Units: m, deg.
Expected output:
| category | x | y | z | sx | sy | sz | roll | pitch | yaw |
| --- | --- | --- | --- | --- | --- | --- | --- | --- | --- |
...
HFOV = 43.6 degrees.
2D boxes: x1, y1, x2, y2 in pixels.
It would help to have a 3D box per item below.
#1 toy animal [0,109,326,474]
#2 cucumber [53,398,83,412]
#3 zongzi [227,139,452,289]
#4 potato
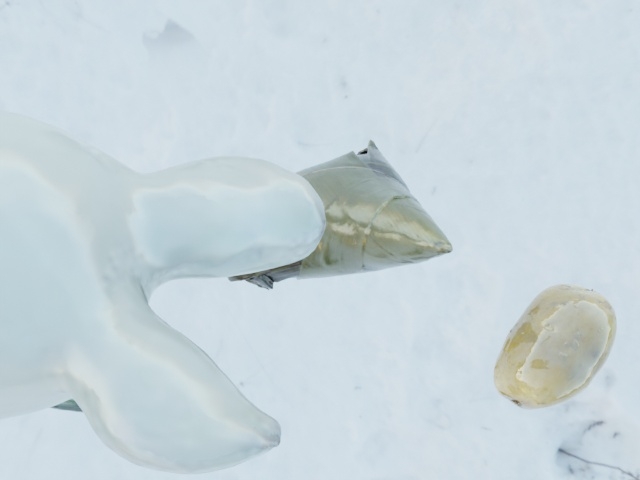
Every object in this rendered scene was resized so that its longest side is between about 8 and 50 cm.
| category | x | y | z | sx | sy | sz | roll | pitch | yaw |
| --- | --- | --- | --- | --- | --- | --- | --- | --- | --- |
| toy animal | -0.185 | -0.011 | 0.392 | 0.367 | 0.241 | 0.196 | 24 | 52 | -14 |
| cucumber | -0.499 | 0.319 | 1.657 | 0.243 | 0.115 | 0.063 | 11 | 120 | -2 |
| zongzi | 0.000 | 0.000 | 1.058 | 0.289 | 0.317 | 0.154 | -23 | 109 | -1 |
| potato | 0.294 | 0.134 | 1.000 | 0.109 | 0.118 | 0.178 | 37 | 88 | -17 |
